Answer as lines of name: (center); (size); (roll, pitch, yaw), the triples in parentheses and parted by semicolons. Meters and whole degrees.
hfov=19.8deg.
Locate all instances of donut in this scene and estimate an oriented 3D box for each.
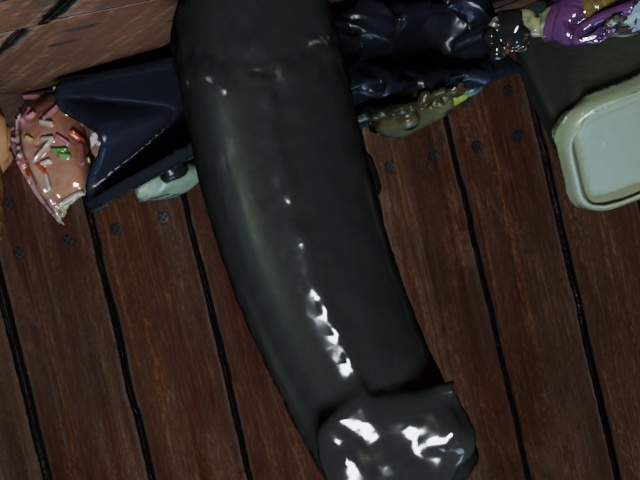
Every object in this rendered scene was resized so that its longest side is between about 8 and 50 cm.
donut: (-0.223, -0.091, 1.647); (0.065, 0.117, 0.166); (-31, -169, 18)

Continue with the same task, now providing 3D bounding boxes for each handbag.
handbag: (-0.022, -0.126, 1.565); (0.329, 0.122, 0.303); (-13, -177, 37)

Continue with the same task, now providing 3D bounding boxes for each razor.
razor: (-0.003, 0.003, 1.087); (0.107, 0.327, 0.189); (-19, 180, -1)

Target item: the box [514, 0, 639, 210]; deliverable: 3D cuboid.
box: (0.309, -0.160, 1.601); (0.274, 0.138, 0.178); (-21, -136, -2)

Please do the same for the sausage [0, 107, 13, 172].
sausage: (-0.363, -0.050, 1.348); (0.289, 0.086, 0.086); (-13, -177, -26)

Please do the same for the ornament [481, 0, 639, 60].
ornament: (0.225, -0.199, 1.472); (0.203, 0.081, 0.088); (-11, -178, -5)

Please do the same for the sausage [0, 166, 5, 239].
sausage: (-0.309, -0.030, 1.082); (0.253, 0.123, 0.123); (-12, -177, 19)
